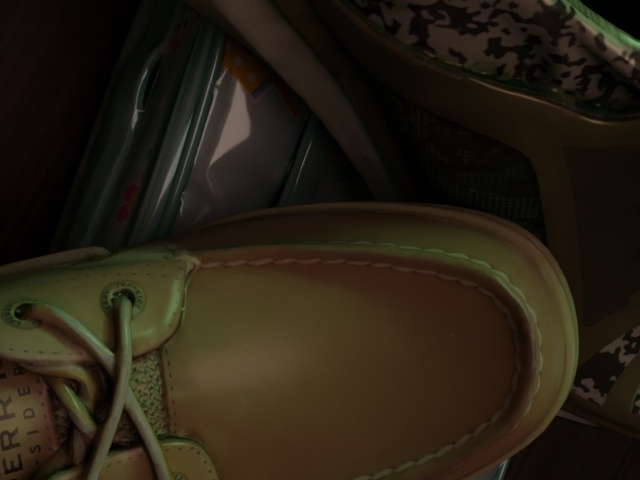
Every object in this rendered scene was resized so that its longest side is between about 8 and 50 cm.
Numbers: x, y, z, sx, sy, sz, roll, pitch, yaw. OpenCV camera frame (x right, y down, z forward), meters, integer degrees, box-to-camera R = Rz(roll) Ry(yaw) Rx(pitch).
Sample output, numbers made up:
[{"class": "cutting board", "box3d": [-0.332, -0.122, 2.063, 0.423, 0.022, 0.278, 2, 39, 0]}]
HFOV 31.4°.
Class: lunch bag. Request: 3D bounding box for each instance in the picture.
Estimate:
[{"class": "lunch bag", "box3d": [0.000, 0.000, 0.485, 0.224, 0.108, 0.279, 19, 90, -36]}]

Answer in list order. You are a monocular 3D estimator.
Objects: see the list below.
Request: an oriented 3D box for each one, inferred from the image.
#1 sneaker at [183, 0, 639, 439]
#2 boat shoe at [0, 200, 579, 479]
[{"class": "sneaker", "box3d": [0.101, -0.040, 0.366, 0.410, 0.182, 0.158, 42, 76, -33]}, {"class": "boat shoe", "box3d": [-0.073, 0.053, 0.348, 0.098, 0.302, 0.109, -15, 97, -77]}]
